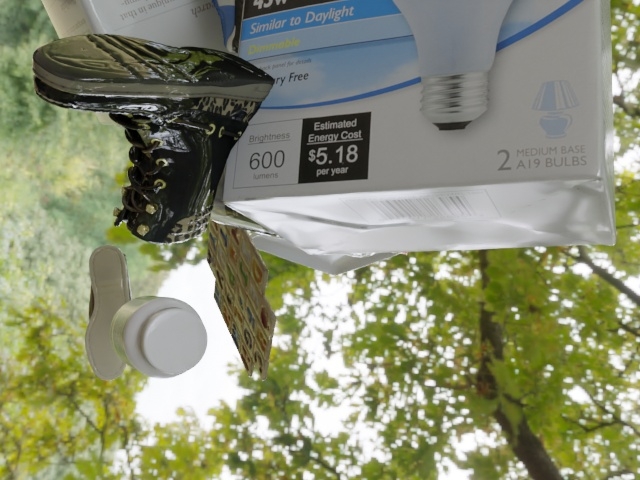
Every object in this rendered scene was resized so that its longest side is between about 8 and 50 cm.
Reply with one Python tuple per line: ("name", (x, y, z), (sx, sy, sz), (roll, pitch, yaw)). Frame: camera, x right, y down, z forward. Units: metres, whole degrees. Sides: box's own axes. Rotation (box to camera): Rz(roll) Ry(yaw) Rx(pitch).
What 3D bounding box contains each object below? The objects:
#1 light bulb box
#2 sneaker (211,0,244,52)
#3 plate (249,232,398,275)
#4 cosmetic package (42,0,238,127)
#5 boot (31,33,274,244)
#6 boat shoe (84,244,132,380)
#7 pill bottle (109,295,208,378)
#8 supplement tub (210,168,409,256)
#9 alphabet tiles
("light bulb box", (0.116, -0.186, 0.757), (0.225, 0.358, 0.361), (34, 56, -63))
("sneaker", (-0.136, -0.376, 1.022), (0.080, 0.081, 0.211), (-61, 149, -76))
("plate", (0.000, 0.000, 1.668), (0.278, 0.277, 0.045), (-23, -129, 54))
("cosmetic package", (-0.274, -0.428, 1.182), (0.329, 0.327, 0.394), (19, -46, 61))
("boot", (-0.148, -0.074, 0.609), (0.236, 0.085, 0.178), (-16, 137, -56))
("boat shoe", (-0.512, 0.178, 1.747), (0.097, 0.116, 0.324), (126, -41, -74))
("pill bottle", (-0.222, 0.133, 0.991), (0.186, 0.112, 0.112), (173, -75, -65))
("supplement tub", (-0.004, -0.093, 1.150), (0.207, 0.338, 0.207), (14, 90, -78))
("alphabet tiles", (-0.161, 0.088, 1.385), (0.342, 0.011, 0.285), (57, -33, 41))
